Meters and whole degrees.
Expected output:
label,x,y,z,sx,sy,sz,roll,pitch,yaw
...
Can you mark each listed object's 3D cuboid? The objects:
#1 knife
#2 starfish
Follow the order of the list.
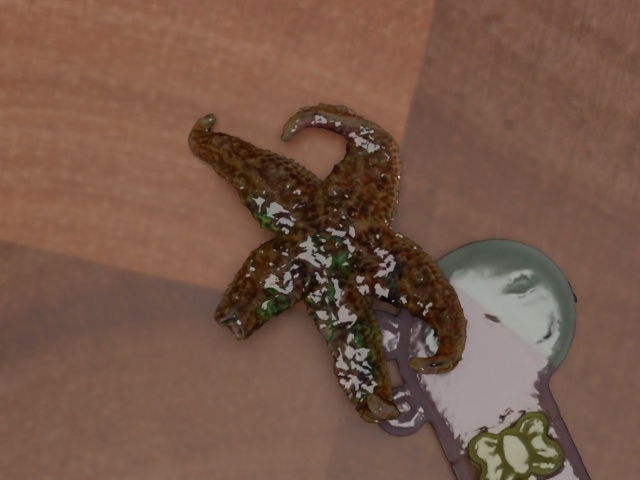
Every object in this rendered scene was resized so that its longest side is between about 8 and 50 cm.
label,x,y,z,sx,sy,sz,roll,pitch,yaw
knife,0.143,0.192,0.939,0.132,0.038,0.399,-23,85,2
starfish,-0.001,0.004,0.949,0.209,0.053,0.150,43,69,15
